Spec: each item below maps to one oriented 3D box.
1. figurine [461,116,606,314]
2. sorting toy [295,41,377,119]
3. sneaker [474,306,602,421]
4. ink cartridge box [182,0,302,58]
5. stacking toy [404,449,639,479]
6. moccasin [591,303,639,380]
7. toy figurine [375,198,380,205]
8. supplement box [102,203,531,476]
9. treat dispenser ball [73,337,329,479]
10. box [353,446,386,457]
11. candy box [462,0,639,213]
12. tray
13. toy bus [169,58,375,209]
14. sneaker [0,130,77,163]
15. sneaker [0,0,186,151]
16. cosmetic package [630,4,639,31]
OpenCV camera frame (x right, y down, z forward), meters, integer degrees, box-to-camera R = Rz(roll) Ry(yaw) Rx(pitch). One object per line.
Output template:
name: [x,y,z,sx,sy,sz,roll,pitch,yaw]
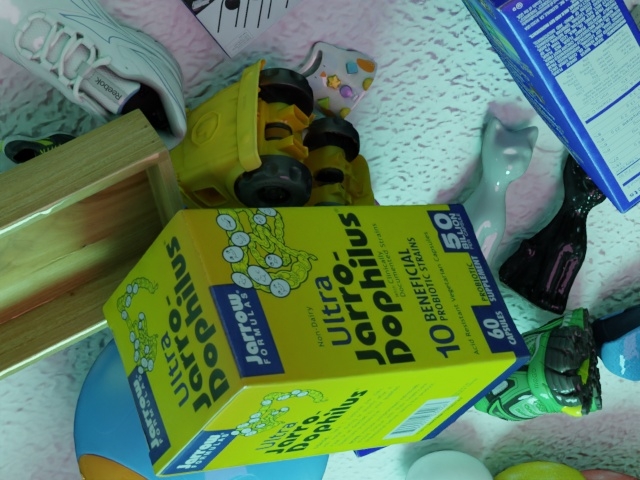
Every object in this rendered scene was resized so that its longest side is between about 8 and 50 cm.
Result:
figurine: [0.248,-0.036,1.829,0.215,0.092,0.209,16,106,-30]
sorting toy: [0.011,-0.179,1.655,0.075,0.045,0.083,34,104,-17]
sneaker: [0.268,0.155,1.865,0.146,0.134,0.343,-8,174,16]
ink cartridge box: [-0.046,-0.291,1.546,0.207,0.046,0.097,-39,130,3]
stacking toy: [0.318,0.417,2.066,0.480,0.350,0.350,28,108,-15]
moccasin: [0.522,0.095,2.015,0.342,0.117,0.137,-5,110,-16]
toy figurine: [0.000,0.000,1.737,0.159,0.130,0.173,-43,104,-10]
supplement box: [-0.003,0.093,1.510,0.357,0.194,0.195,-3,149,-36]
treat dispenser ball: [-0.131,0.212,1.680,0.288,0.288,0.288,-12,125,-17]
box: [0.039,0.172,1.834,0.072,0.126,0.137,-24,127,-10]
candy box: [0.246,-0.223,1.581,0.122,0.268,0.317,-35,129,5]
tray: [-0.327,0.044,1.460,0.411,0.076,0.203,-26,142,-13]
toy bus: [-0.075,-0.061,1.626,0.211,0.149,0.220,-22,140,28]
sneaker: [-0.291,-0.092,1.571,0.083,0.035,0.031,-7,124,-20]
sneaker: [-0.236,-0.190,1.474,0.297,0.129,0.111,30,107,-35]
cosmetic package: [0.451,-0.132,1.705,0.160,0.309,0.113,29,107,-35]
